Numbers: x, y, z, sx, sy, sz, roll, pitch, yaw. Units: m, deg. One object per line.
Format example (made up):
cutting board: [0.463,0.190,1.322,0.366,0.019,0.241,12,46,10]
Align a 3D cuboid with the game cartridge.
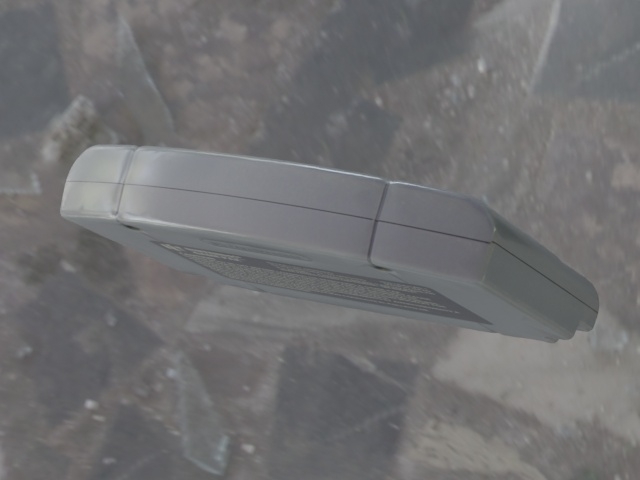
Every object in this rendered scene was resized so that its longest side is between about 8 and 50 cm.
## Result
game cartridge: [0.000,0.000,1.054,0.297,0.198,0.062,9,75,31]
